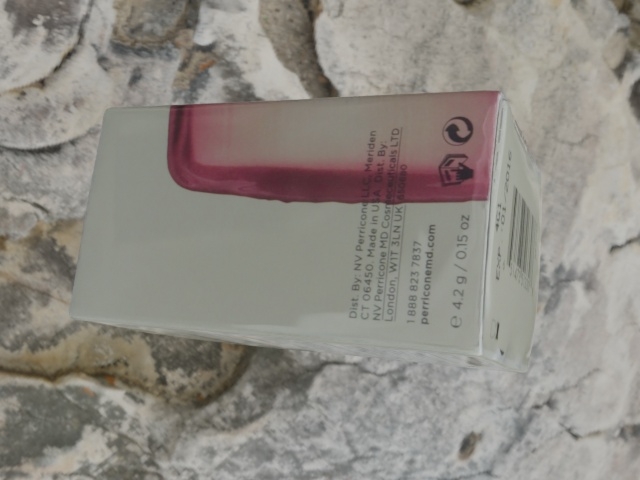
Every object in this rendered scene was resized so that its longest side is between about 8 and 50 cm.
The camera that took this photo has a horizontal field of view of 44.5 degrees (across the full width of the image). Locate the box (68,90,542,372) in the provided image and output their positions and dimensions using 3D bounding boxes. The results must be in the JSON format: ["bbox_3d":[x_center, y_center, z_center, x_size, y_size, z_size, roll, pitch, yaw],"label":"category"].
[{"bbox_3d":[0.000,0.000,0.455,0.148,0.232,0.127,28,67,-64],"label":"box"}]
